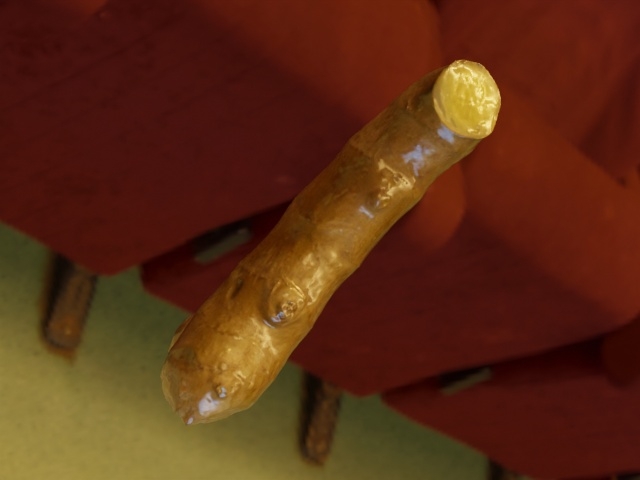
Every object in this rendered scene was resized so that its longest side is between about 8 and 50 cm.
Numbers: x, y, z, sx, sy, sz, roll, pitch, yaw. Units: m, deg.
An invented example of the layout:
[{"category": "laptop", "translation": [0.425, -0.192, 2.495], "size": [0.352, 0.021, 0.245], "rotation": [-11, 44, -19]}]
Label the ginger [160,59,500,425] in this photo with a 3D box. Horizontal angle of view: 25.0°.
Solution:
[{"category": "ginger", "translation": [0.003, 0.002, 0.910], "size": [0.065, 0.299, 0.118], "rotation": [38, 16, -22]}]
